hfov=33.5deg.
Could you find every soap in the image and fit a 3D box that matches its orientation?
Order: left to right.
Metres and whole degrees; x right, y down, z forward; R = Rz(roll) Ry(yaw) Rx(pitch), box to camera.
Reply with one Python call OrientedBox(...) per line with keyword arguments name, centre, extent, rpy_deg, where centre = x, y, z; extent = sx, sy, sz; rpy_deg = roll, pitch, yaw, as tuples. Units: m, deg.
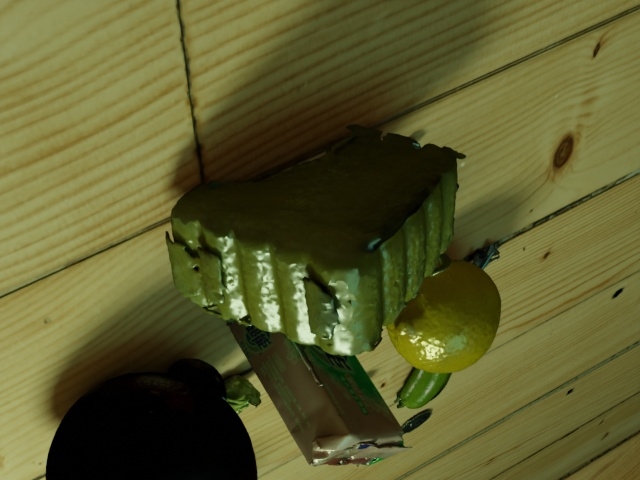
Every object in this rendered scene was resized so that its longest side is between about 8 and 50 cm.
OrientedBox(name="soap", centre=(-0.005, 0.203, 1.536), extent=(0.098, 0.273, 0.218), rpy_deg=(-42, 151, 17))

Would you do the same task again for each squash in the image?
OrientedBox(name="squash", centre=(0.216, 0.248, 2.062), extent=(0.080, 0.071, 0.318), rpy_deg=(-19, 148, -26))

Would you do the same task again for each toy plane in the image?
OrientedBox(name="toy plane", centre=(0.279, 0.037, 1.844), extent=(0.083, 0.031, 0.078), rpy_deg=(-47, 150, 22))

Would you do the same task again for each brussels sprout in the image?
OrientedBox(name="brussels sprout", centre=(-0.139, 0.245, 1.695), extent=(0.085, 0.058, 0.085), rpy_deg=(-22, -176, 2))

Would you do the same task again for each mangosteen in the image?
OrientedBox(name="mangosteen", centre=(-0.220, 0.303, 1.477), extent=(0.313, 0.297, 0.297), rpy_deg=(-59, 163, -27))

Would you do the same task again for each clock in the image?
OrientedBox(name="clock", centre=(0.214, 0.405, 2.373), extent=(0.083, 0.010, 0.074), rpy_deg=(-31, 152, -6))

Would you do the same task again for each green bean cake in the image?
OrientedBox(name="green bean cake", centre=(0.000, 0.000, 1.286), extent=(0.310, 0.285, 0.202), rpy_deg=(-41, 137, -42))

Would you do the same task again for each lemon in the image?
OrientedBox(name="lemon", centre=(0.203, 0.122, 1.737), extent=(0.244, 0.187, 0.187), rpy_deg=(-13, 145, -44))

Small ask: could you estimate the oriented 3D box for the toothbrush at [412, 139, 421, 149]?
OrientedBox(name="toothbrush", centre=(0.034, -0.031, 1.477), extent=(0.297, 0.030, 0.030), rpy_deg=(-46, 135, 17))
